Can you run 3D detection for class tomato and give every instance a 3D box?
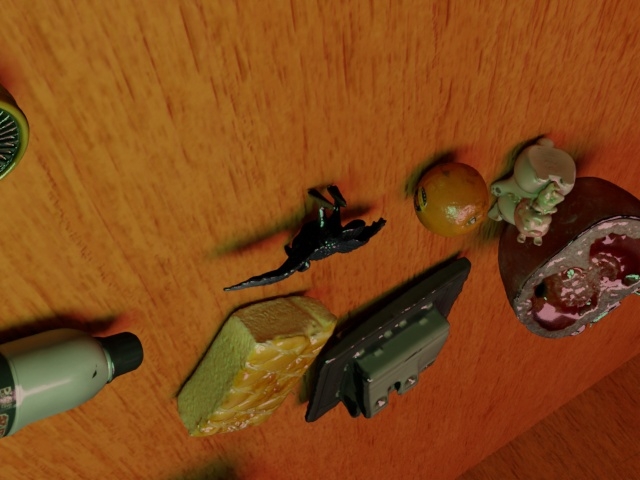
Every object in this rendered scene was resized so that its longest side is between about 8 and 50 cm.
[{"bbox_3d":[0.329,0.003,1.283,0.214,0.155,0.181,-36,135,16],"label":"tomato"}]

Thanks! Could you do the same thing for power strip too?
[{"bbox_3d":[0.101,0.161,1.351,0.257,0.092,0.251,-31,153,-20],"label":"power strip"}]

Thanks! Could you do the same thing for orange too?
[{"bbox_3d":[0.140,-0.044,1.042,0.084,0.083,0.083,-29,155,-15],"label":"orange"}]

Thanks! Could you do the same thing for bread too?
[{"bbox_3d":[-0.075,0.145,1.109,0.125,0.068,0.188,-10,145,-45],"label":"bread"}]

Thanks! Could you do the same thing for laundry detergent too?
[{"bbox_3d":[-0.255,0.123,0.832,0.226,0.070,0.099,-16,141,-40],"label":"laundry detergent"}]

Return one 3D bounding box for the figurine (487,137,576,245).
[{"bbox_3d":[0.241,-0.044,1.174,0.146,0.081,0.098,115,0,-48],"label":"figurine"}]

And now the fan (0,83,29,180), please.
[{"bbox_3d":[-0.219,-0.081,0.541,0.082,0.039,0.155,-31,154,-11],"label":"fan"}]

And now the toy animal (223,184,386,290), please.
[{"bbox_3d":[0.000,0.000,0.954,0.220,0.062,0.108,-21,152,-43],"label":"toy animal"}]
